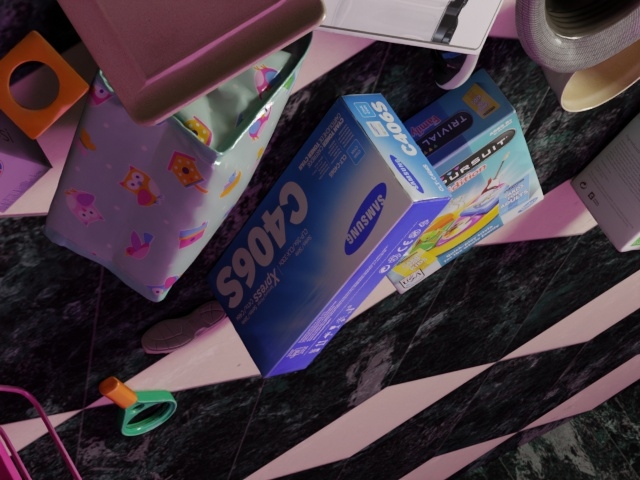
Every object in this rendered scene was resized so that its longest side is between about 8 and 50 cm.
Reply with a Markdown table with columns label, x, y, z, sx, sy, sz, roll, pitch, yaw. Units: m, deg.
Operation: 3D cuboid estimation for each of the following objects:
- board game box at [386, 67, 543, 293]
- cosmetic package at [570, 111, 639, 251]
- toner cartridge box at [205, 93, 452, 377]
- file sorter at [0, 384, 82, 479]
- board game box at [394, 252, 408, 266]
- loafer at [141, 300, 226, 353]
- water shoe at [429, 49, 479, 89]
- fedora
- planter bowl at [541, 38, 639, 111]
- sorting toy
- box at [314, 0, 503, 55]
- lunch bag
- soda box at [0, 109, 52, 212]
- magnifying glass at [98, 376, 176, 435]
| label | x | y | z | sx | sy | sz | roll | pitch | yaw |
| --- | --- | --- | --- | --- | --- | --- | --- | --- | --- |
| board game box | 0.159 | -0.067 | 1.826 | 0.254 | 0.079 | 0.336 | -35 | 158 | 3 |
| cosmetic package | 0.591 | -0.157 | 2.116 | 0.197 | 0.155 | 0.365 | -7 | 148 | -44 |
| toner cartridge box | 0.000 | 0.000 | 1.641 | 0.075 | 0.165 | 0.348 | -9 | 147 | -44 |
| file sorter | -0.459 | 0.331 | 1.665 | 0.291 | 0.202 | 0.182 | -37 | 160 | 10 |
| board game box | 0.031 | 0.058 | 1.771 | 0.154 | 0.026 | 0.103 | -43 | 160 | 30 |
| loafer | -0.182 | 0.122 | 1.808 | 0.125 | 0.045 | 0.039 | -26 | 163 | -24 |
| water shoe | 0.137 | -0.245 | 1.474 | 0.080 | 0.073 | 0.203 | -2 | 144 | -14 |
| fedora | 0.276 | -0.318 | 1.409 | 0.244 | 0.124 | 0.275 | -33 | 150 | -5 |
| planter bowl | 0.327 | -0.249 | 1.639 | 0.162 | 0.109 | 0.162 | -28 | 157 | -13 |
| sorting toy | -0.118 | -0.215 | 1.066 | 0.348 | 0.196 | 0.047 | -31 | -164 | -3 |
| box | 0.070 | -0.270 | 1.222 | 0.290 | 0.087 | 0.169 | -1 | 121 | -52 |
| lunch bag | -0.120 | -0.116 | 1.249 | 0.262 | 0.160 | 0.223 | -59 | 179 | -43 |
| soda box | -0.329 | -0.086 | 1.147 | 0.069 | 0.074 | 0.216 | -40 | 157 | 15 |
| magnifying glass | -0.268 | 0.235 | 1.945 | 0.092 | 0.026 | 0.231 | -32 | 157 | -2 |
